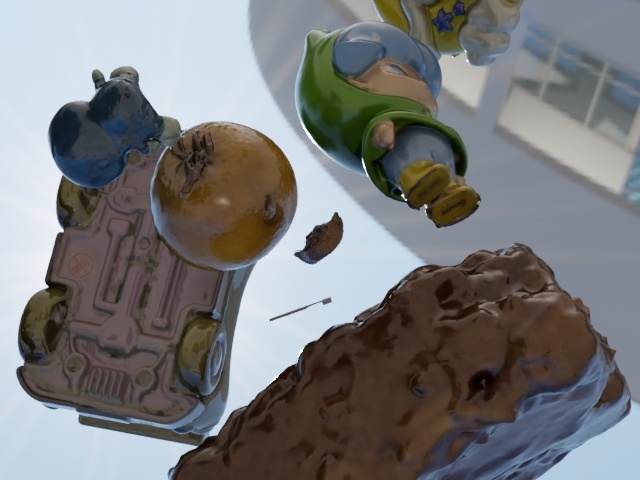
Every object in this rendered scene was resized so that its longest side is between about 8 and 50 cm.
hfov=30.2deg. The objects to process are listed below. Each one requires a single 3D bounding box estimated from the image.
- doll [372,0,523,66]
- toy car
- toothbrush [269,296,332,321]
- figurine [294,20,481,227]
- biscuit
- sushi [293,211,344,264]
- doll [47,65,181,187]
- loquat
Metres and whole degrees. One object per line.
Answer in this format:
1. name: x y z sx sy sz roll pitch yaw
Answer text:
1. doll: 0.155 -0.342 1.487 0.237 0.252 0.111 21 -157 39
2. toy car: -0.191 0.055 1.384 0.242 0.226 0.336 8 -107 10
3. toothbrush: -0.029 0.102 1.730 0.097 0.008 0.006 -19 -163 2
4. figurine: 0.064 -0.116 1.152 0.162 0.143 0.263 27 -156 -39
5. biscuit: 0.073 0.176 1.060 0.166 0.395 0.342 58 -172 26
6. sushi: 0.000 0.000 1.816 0.047 0.099 0.050 44 -171 -12
7. doll: -0.150 -0.079 0.809 0.076 0.083 0.050 54 -169 15
8. loquat: -0.087 -0.038 1.056 0.141 0.141 0.141 9 -147 -6
